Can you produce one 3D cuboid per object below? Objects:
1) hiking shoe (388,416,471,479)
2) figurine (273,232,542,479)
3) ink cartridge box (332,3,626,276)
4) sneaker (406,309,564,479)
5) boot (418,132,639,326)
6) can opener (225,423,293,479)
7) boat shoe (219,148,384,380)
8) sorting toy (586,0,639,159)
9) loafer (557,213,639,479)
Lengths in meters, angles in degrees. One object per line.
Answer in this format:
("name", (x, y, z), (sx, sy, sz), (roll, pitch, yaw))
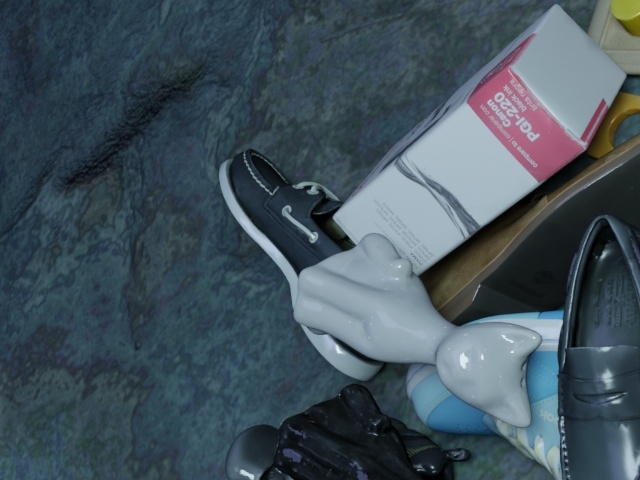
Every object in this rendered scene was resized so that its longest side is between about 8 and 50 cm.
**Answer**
("hiking shoe", (0.044, 0.261, 0.986), (0.114, 0.086, 0.227), (11, 77, 52))
("figurine", (0.071, 0.125, 0.886), (0.209, 0.092, 0.215), (27, 117, 45))
("ink cartridge box", (0.131, -0.077, 0.995), (0.218, 0.092, 0.158), (-42, 4, 37))
("sneaker", (0.186, 0.161, 0.863), (0.319, 0.127, 0.208), (-15, 58, 42))
("boot", (0.188, -0.013, 0.976), (0.305, 0.112, 0.115), (-41, 35, 27))
("can opener", (-0.058, 0.234, 1.005), (0.074, 0.093, 0.280), (-63, -3, 10))
("boat shoe", (0.000, 0.000, 1.160), (0.091, 0.114, 0.302), (-48, 55, 18))
("sorting toy", (0.308, -0.224, 0.998), (0.196, 0.047, 0.348), (8, 76, 48))
("loafer", (0.183, 0.090, 0.768), (0.076, 0.078, 0.223), (-8, 60, 34))
